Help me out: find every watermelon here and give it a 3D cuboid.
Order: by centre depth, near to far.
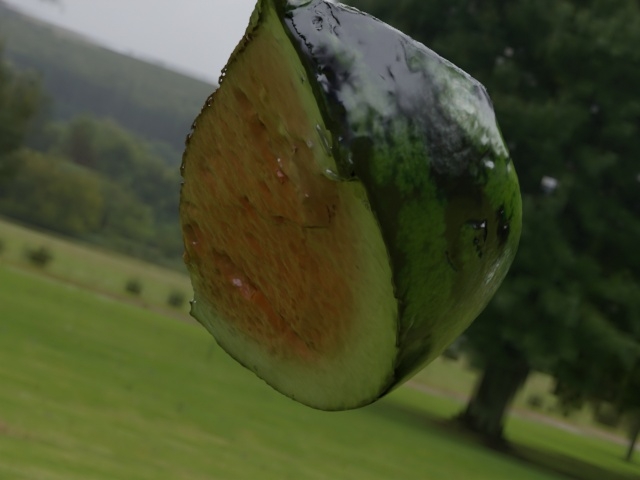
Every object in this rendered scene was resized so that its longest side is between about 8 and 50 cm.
[{"bbox_3d":[0.002,-0.005,0.608,0.119,0.063,0.245,38,-23,9],"label":"watermelon"}]
